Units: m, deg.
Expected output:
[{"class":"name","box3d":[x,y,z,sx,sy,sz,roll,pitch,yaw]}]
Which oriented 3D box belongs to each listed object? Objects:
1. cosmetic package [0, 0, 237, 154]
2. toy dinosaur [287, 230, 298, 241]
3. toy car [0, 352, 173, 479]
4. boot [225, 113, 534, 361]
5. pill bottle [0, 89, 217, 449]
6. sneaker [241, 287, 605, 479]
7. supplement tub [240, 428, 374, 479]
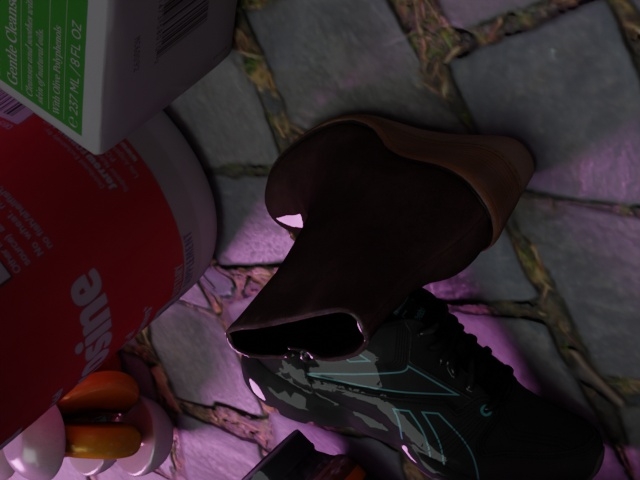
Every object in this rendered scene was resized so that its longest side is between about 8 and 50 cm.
[{"class":"cosmetic package","box3d":[-0.234,-0.250,1.193,0.366,0.155,0.197,33,143,19]},{"class":"toy dinosaur","box3d":[0.008,0.054,1.324,0.093,0.053,0.183,35,143,42]},{"class":"toy car","box3d":[-0.235,0.152,1.596,0.182,0.159,0.136,-8,82,50]},{"class":"boot","box3d":[0.000,0.000,1.133,0.248,0.207,0.090,-4,119,48]},{"class":"pill bottle","box3d":[-0.287,0.049,1.305,0.229,0.408,0.229,28,140,27]},{"class":"sneaker","box3d":[0.076,0.099,1.214,0.267,0.101,0.106,19,118,5]},{"class":"supplement tub","box3d":[0.022,0.251,1.429,0.198,0.106,0.106,47,144,1]}]
